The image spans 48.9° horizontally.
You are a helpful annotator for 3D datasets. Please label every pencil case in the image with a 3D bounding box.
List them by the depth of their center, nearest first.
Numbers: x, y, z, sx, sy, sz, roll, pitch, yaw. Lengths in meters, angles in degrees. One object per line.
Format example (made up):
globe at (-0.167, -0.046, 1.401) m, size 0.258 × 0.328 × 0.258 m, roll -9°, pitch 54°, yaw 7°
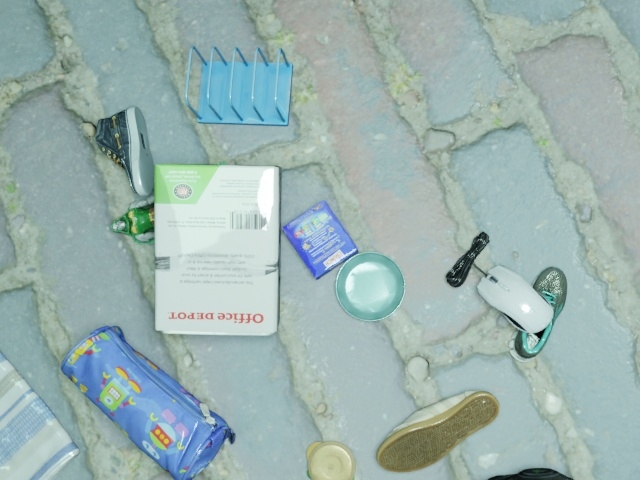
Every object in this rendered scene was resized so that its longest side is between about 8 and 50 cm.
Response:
pencil case at (-0.290, 0.268, 1.181) m, size 0.306 × 0.119 × 0.133 m, roll 39°, pitch 112°, yaw 11°

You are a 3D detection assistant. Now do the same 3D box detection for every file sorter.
file sorter at (-0.145, -0.278, 1.254) m, size 0.170 × 0.104 × 0.118 m, roll 3°, pitch 81°, yaw 8°

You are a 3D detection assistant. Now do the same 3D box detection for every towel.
towel at (-0.585, 0.344, 1.254) m, size 0.209 × 0.034 × 0.285 m, roll -43°, pitch 79°, yaw -1°

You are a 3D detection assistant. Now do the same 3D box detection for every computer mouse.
computer mouse at (0.293, 0.072, 1.139) m, size 0.106 × 0.042 × 0.193 m, roll -46°, pitch 51°, yaw -1°

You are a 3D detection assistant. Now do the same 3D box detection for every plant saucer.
plant saucer at (0.086, 0.080, 1.213) m, size 0.119 × 0.021 × 0.119 m, roll -1°, pitch 82°, yaw 8°

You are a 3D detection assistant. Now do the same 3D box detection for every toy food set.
toy food set at (0.018, 0.377, 1.177) m, size 0.083 × 0.020 × 0.082 m, roll -6°, pitch 81°, yaw 6°

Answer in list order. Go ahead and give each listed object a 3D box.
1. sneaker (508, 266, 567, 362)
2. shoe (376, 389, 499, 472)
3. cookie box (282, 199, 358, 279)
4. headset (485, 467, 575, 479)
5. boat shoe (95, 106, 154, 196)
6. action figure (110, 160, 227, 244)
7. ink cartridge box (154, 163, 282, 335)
sneaker at (0.362, 0.121, 1.144) m, size 0.065 × 0.076 × 0.166 m, roll 20°, pitch 84°, yaw 9°
shoe at (0.191, 0.309, 1.153) m, size 0.219 × 0.058 × 0.076 m, roll -30°, pitch 99°, yaw 6°
cookie box at (0.000, 0.000, 1.226) m, size 0.092 × 0.040 × 0.107 m, roll -34°, pitch 79°, yaw 1°
headset at (0.375, 0.459, 1.084) m, size 0.394 × 0.185 × 0.243 m, roll -29°, pitch 75°, yaw 18°
boat shoe at (-0.356, -0.153, 1.280) m, size 0.083 × 0.065 × 0.183 m, roll -17°, pitch 65°, yaw 9°
action figure at (-0.266, -0.048, 1.260) m, size 0.232 × 0.063 × 0.137 m, roll -15°, pitch 83°, yaw 8°
ink cartridge box at (-0.166, 0.011, 1.167) m, size 0.199 × 0.115 × 0.272 m, roll 1°, pitch 96°, yaw 0°
